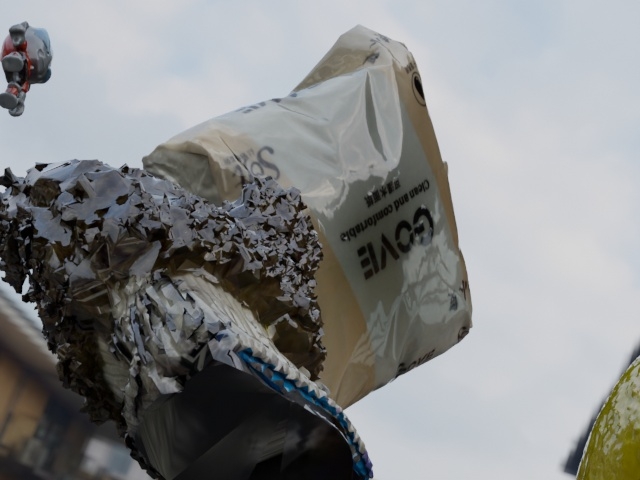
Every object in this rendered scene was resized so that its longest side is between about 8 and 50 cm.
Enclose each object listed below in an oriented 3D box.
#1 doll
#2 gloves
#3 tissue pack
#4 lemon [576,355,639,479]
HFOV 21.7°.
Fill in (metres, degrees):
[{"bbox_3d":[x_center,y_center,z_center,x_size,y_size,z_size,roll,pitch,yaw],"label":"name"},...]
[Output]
[{"bbox_3d":[-0.203,-0.126,1.150,0.039,0.114,0.057,-23,-70,8],"label":"doll"},{"bbox_3d":[-0.078,0.034,0.924,0.210,0.135,0.312,15,17,-40],"label":"gloves"},{"bbox_3d":[0.000,0.000,1.805,0.195,0.375,0.390,-1,-68,45],"label":"tissue pack"},{"bbox_3d":[0.260,0.141,0.916,0.236,0.263,0.236,39,0,0],"label":"lemon"}]
